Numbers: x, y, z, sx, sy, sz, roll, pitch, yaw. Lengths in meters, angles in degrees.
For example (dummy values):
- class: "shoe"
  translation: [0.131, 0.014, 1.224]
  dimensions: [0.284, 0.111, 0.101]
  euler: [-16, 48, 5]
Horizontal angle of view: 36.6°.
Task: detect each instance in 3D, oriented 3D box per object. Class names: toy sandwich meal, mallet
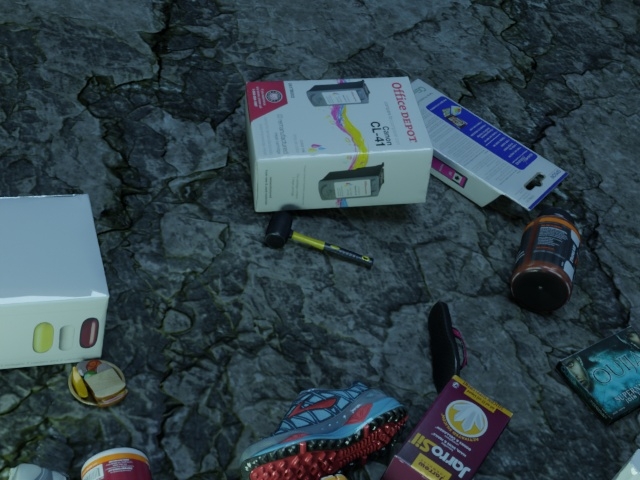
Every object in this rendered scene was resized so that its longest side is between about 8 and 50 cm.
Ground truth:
- class: "toy sandwich meal"
  translation: [-0.306, 0.193, 1.333]
  dimensions: [0.086, 0.029, 0.085]
  euler: [10, 44, -10]
- class: "mallet"
  translation: [0.000, 0.000, 1.638]
  dimensions: [0.190, 0.039, 0.062]
  euler: [15, 46, -10]

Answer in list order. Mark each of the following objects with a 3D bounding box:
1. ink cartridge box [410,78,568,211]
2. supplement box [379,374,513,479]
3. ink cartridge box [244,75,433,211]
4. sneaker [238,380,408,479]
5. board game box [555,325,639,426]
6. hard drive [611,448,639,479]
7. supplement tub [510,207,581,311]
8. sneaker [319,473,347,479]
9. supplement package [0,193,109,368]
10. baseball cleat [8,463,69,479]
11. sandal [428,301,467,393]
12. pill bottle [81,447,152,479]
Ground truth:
- class: "ink cartridge box"
  translation: [0.284, -0.177, 1.893]
  dimensions: [0.371, 0.069, 0.176]
  euler: [34, 44, 19]
- class: "supplement box"
  translation: [0.178, 0.294, 1.364]
  dimensions: [0.104, 0.081, 0.188]
  euler: [33, 45, 14]
- class: "ink cartridge box"
  translation: [0.025, -0.175, 1.717]
  dimensions: [0.306, 0.131, 0.226]
  euler: [-5, 46, -7]
- class: "sneaker"
  translation: [-0.011, 0.267, 1.334]
  dimensions: [0.262, 0.104, 0.125]
  euler: [-13, 34, -35]
- class: "board game box"
  translation: [0.491, 0.219, 1.590]
  dimensions: [0.186, 0.026, 0.126]
  euler: [-18, 55, -33]
- class: "hard drive"
  translation: [0.394, 0.402, 1.162]
  dimensions: [0.203, 0.307, 0.040]
  euler: [36, 46, 17]
- class: "supplement tub"
  translation: [0.399, 0.026, 1.696]
  dimensions: [0.106, 0.106, 0.198]
  euler: [23, 44, 4]
- class: "sneaker"
  translation: [-0.037, 0.364, 1.218]
  dimensions: [0.215, 0.084, 0.083]
  euler: [-14, 57, -31]
- class: "supplement package"
  translation: [-0.443, 0.057, 1.340]
  dimensions: [0.262, 0.145, 0.204]
  euler: [-3, 47, -22]
- class: "baseball cleat"
  translation: [-0.336, 0.355, 1.129]
  dimensions: [0.109, 0.072, 0.206]
  euler: [15, 46, -14]
- class: "sandal"
  translation: [0.204, 0.169, 1.516]
  dimensions: [0.040, 0.067, 0.179]
  euler: [19, 39, -17]
- class: "pill bottle"
  translation: [-0.239, 0.336, 1.171]
  dimensions: [0.086, 0.086, 0.152]
  euler: [-2, 47, -21]
